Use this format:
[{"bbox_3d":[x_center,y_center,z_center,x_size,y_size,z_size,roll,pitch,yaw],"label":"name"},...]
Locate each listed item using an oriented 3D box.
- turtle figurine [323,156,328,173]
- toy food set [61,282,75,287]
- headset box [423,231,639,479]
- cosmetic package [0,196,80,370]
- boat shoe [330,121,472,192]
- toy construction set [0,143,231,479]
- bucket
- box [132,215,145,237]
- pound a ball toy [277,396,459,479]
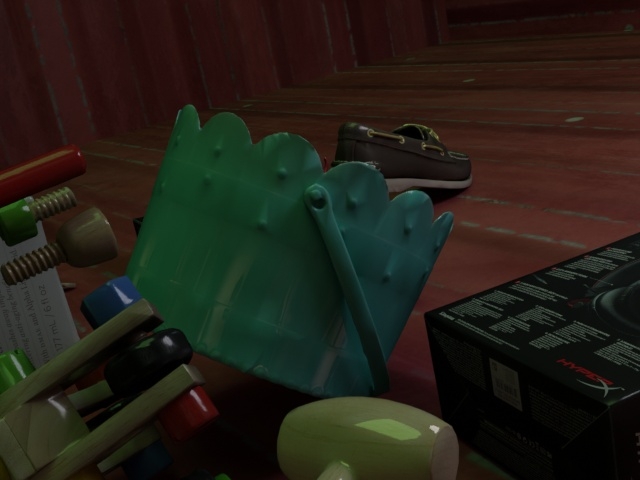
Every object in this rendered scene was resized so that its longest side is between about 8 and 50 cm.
[{"bbox_3d":[0.000,0.000,1.064,0.175,0.118,0.234,-35,50,-17],"label":"turtle figurine"},{"bbox_3d":[-0.458,0.024,1.279,0.128,0.071,0.218,1,-5,25],"label":"toy food set"},{"bbox_3d":[0.264,0.083,0.695,0.293,0.110,0.218,-19,18,-21],"label":"headset box"},{"bbox_3d":[-0.485,0.096,0.985,0.385,0.217,0.156,-24,20,-30],"label":"cosmetic package"},{"bbox_3d":[0.134,-0.128,1.383,0.117,0.096,0.324,11,11,40],"label":"boat shoe"},{"bbox_3d":[-0.221,0.118,0.628,0.237,0.309,0.257,-26,13,-26],"label":"toy construction set"},{"bbox_3d":[-0.034,0.019,0.804,0.281,0.183,0.281,22,-3,1],"label":"bucket"},{"bbox_3d":[-0.098,-0.012,1.310,0.257,0.079,0.322,-21,19,-24],"label":"box"},{"bbox_3d":[-0.072,0.212,0.337,0.136,0.208,0.319,4,24,41],"label":"pound a ball toy"}]
